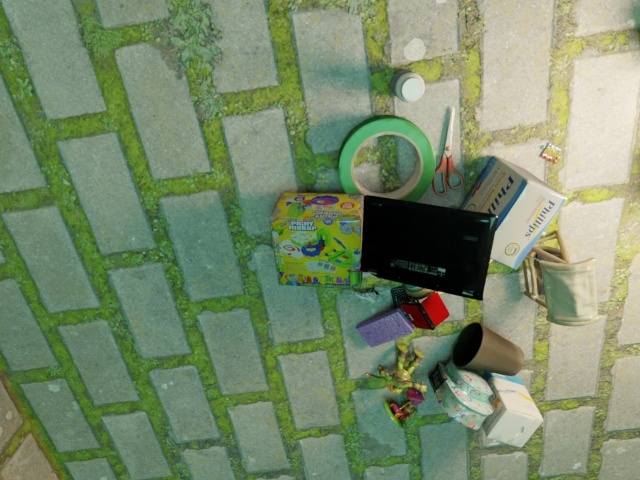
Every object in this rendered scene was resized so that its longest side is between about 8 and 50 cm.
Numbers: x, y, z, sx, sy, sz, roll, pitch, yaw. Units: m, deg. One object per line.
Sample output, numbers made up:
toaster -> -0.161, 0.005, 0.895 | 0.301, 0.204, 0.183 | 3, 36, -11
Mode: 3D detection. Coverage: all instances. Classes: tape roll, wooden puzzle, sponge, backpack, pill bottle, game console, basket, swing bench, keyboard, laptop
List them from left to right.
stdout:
sponge -> 0.254, 0.351, 1.776 | 0.210, 0.031, 0.117 | -29, 111, 32
tape roll -> 0.218, -0.252, 1.500 | 0.321, 0.077, 0.322 | 0, 114, 0
pill bottle -> 0.265, -0.466, 1.352 | 0.087, 0.160, 0.087 | 0, 115, 0
keyboard -> 0.347, 0.258, 1.769 | 0.108, 0.023, 0.180 | -14, 115, 6
game console -> 0.399, 0.264, 1.698 | 0.124, 0.085, 0.144 | -2, 132, 45
laptop -> 0.346, 0.039, 1.441 | 0.381, 0.236, 0.408 | 11, 118, 21
backpack -> 0.577, 0.624, 1.812 | 0.225, 0.253, 0.191 | 29, 112, -12
basket -> 0.682, 0.450, 1.792 | 0.226, 0.154, 0.204 | 20, 115, -13
wooden puzzle -> 0.781, -0.296, 1.515 | 0.083, 0.006, 0.049 | 23, 113, -10
swing bench -> 0.838, 0.138, 1.582 | 0.165, 0.255, 0.253 | -16, 114, 8

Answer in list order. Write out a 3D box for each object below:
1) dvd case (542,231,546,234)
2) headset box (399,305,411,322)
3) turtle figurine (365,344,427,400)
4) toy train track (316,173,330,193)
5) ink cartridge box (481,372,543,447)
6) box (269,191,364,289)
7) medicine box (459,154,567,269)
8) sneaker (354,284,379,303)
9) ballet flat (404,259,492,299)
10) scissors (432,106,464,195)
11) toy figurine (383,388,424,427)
dvd case -> 0.724, -0.059, 1.565 | 0.087, 0.119, 0.013 | 19, 114, -8
headset box -> 0.345, 0.290, 1.754 | 0.083, 0.032, 0.062 | -4, 117, 10
turtle figurine -> 0.329, 0.550, 1.856 | 0.269, 0.087, 0.218 | 20, 104, 18
toy train track -> 0.009, -0.189, 1.564 | 0.048, 0.014, 0.083 | 1, 116, 0
ink cartridge box -> 0.763, 0.692, 1.855 | 0.168, 0.233, 0.171 | 18, 114, -8
box -> 0.000, 0.000, 1.519 | 0.289, 0.177, 0.279 | 3, 125, 9
medicine box -> 0.598, -0.099, 1.452 | 0.149, 0.289, 0.264 | 22, 113, -10
sneaker -> 0.184, 0.198, 1.735 | 0.098, 0.038, 0.069 | 23, 112, -20
ballet flat -> 0.485, 0.136, 1.673 | 0.342, 0.116, 0.124 | -27, 132, 13
scissors -> 0.419, -0.292, 1.510 | 0.108, 0.021, 0.297 | -12, 116, 8
toy figurine -> 0.386, 0.720, 1.948 | 0.159, 0.130, 0.173 | -40, 131, 7
